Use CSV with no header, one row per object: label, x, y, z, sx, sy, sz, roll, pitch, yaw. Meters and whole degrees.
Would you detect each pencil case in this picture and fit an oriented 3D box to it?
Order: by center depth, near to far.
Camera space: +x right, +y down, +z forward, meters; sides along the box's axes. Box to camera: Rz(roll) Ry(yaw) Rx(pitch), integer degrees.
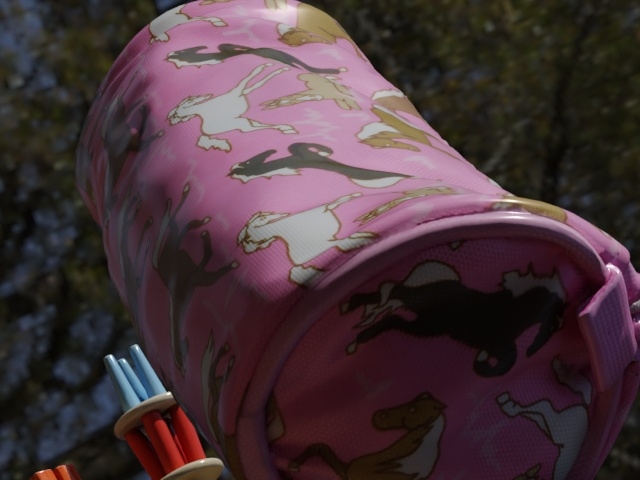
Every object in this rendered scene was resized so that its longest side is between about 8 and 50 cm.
pencil case,0.000,0.000,0.864,0.160,0.167,0.386,-61,-156,9

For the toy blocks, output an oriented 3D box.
toy blocks,-0.125,0.148,1.229,0.148,0.123,0.054,61,-11,21
